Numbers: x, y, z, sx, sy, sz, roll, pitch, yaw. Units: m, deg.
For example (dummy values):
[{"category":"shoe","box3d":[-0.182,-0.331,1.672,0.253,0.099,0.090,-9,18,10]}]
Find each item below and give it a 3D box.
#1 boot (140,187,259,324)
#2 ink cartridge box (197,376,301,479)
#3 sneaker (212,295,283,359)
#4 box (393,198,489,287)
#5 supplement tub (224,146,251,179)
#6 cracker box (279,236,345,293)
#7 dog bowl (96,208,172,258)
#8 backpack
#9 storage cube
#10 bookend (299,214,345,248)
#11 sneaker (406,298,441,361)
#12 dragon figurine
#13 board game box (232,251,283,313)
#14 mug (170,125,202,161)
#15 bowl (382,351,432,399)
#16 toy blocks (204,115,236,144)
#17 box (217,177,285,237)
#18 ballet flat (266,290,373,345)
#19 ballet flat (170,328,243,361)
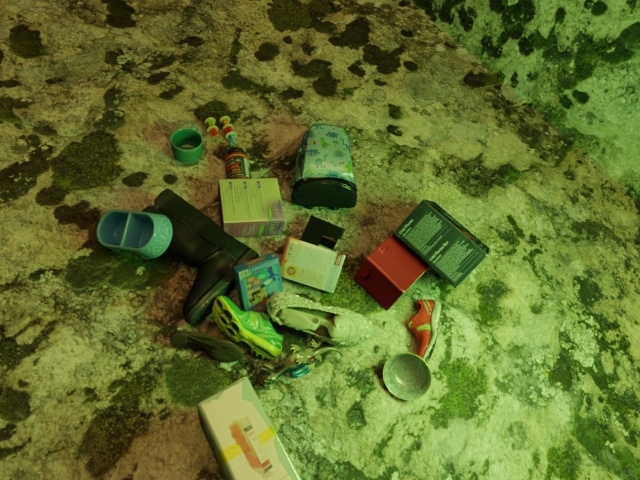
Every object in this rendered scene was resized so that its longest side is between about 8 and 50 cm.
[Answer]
[{"category":"boot","box3d":[-0.506,0.047,1.639,0.445,0.146,0.367,36,54,7]},{"category":"ink cartridge box","box3d":[-0.199,0.623,1.280,0.161,0.279,0.384,-23,66,-25]},{"category":"sneaker","box3d":[-0.252,0.293,1.566,0.295,0.109,0.123,44,37,-12]},{"category":"box","box3d":[0.495,0.003,1.809,0.312,0.179,0.343,43,16,14]},{"category":"supplement tub","box3d":[-0.354,-0.304,1.928,0.106,0.106,0.197,-3,59,-17]},{"category":"cracker box","box3d":[-0.038,0.095,1.743,0.233,0.067,0.155,19,87,-3]},{"category":"dog bowl","box3d":[-0.668,-0.031,1.601,0.298,0.074,0.165,7,79,22]},{"category":"backpack","box3d":[0.018,-0.339,1.983,0.290,0.273,0.355,4,45,-5]},{"category":"storage cube","box3d":[0.280,0.122,1.778,0.193,0.183,0.215,44,58,13]},{"category":"bookend","box3d":[0.000,0.000,1.848,0.157,0.072,0.156,22,57,-1]},{"category":"sneaker","box3d":[0.388,0.349,1.734,0.119,0.107,0.279,10,51,14]},{"category":"dragon figurine","box3d":[-0.069,0.416,1.559,0.289,0.144,0.085,-4,56,-39]},{"category":"board game box","box3d":[-0.216,0.163,1.612,0.160,0.210,0.047,-20,33,-26]},{"category":"mug","box3d":[-0.563,-0.408,1.941,0.129,0.097,0.158,44,57,14]},{"category":"bowl","box3d":[0.314,0.474,1.612,0.170,0.080,0.170,0,91,18]},{"category":"toy blocks","box3d":[-0.450,-0.493,2.051,0.123,0.054,0.148,-13,63,-23]},{"category":"box","box3d":[-0.284,-0.133,1.830,0.243,0.117,0.213,-4,60,-16]},{"category":"ballet flat","box3d":[-0.001,0.298,1.600,0.409,0.147,0.146,17,56,-8]},{"category":"ballet flat","box3d":[-0.383,0.350,1.533,0.250,0.084,0.058,14,21,-2]}]
